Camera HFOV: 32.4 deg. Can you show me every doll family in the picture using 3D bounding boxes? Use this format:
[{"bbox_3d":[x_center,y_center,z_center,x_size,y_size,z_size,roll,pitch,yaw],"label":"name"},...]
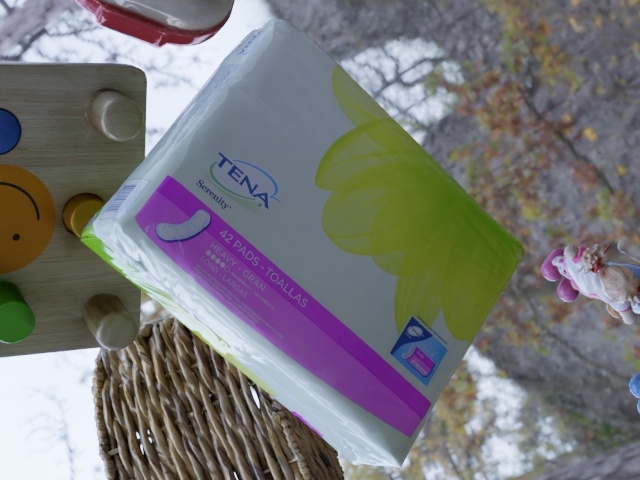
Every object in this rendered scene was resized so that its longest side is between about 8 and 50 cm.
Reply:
[{"bbox_3d":[0.343,0.076,1.063,0.263,0.118,0.163,51,170,-13],"label":"doll family"}]

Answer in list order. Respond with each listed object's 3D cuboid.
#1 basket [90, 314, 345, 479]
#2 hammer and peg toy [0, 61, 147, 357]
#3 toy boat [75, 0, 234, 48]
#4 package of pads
[{"bbox_3d":[-0.113,0.225,1.234,0.223,0.213,0.299,18,-131,-83],"label":"basket"},{"bbox_3d":[-0.318,-0.025,0.888,0.361,0.266,0.127,-3,-163,-26],"label":"hammer and peg toy"},{"bbox_3d":[-0.153,-0.253,0.995,0.151,0.151,0.231,20,-127,-15],"label":"toy boat"},{"bbox_3d":[0.000,0.000,0.866,0.296,0.101,0.229,42,-114,-16],"label":"package of pads"}]
